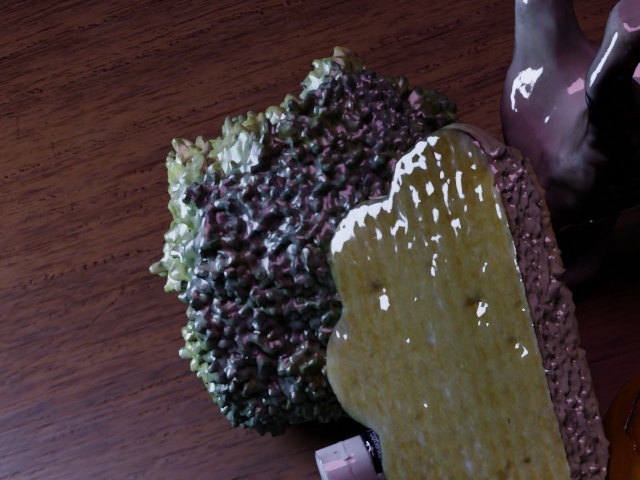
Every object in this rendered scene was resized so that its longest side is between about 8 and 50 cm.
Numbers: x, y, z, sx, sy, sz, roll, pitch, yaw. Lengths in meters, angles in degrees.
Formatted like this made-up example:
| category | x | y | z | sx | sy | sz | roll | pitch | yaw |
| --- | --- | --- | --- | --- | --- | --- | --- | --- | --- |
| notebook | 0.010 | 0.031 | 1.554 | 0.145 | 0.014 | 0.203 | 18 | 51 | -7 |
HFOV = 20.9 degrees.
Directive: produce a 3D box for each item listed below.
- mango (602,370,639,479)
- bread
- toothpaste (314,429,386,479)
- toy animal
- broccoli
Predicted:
| category | x | y | z | sx | sy | sz | roll | pitch | yaw |
| --- | --- | --- | --- | --- | --- | --- | --- | --- | --- |
| mango | 0.287 | 0.176 | 1.078 | 0.201 | 0.152 | 0.287 | -29 | 40 | 1 |
| bread | 0.088 | 0.070 | 1.170 | 0.056 | 0.286 | 0.207 | -7 | -4 | -44 |
| toothpaste | 0.094 | 0.147 | 1.296 | 0.193 | 0.045 | 0.071 | -21 | 48 | -6 |
| toy animal | 0.288 | -0.105 | 1.353 | 0.344 | 0.302 | 0.194 | -13 | 39 | -26 |
| broccoli | -0.004 | -0.004 | 1.340 | 0.288 | 0.235 | 0.260 | -32 | 49 | 2 |
